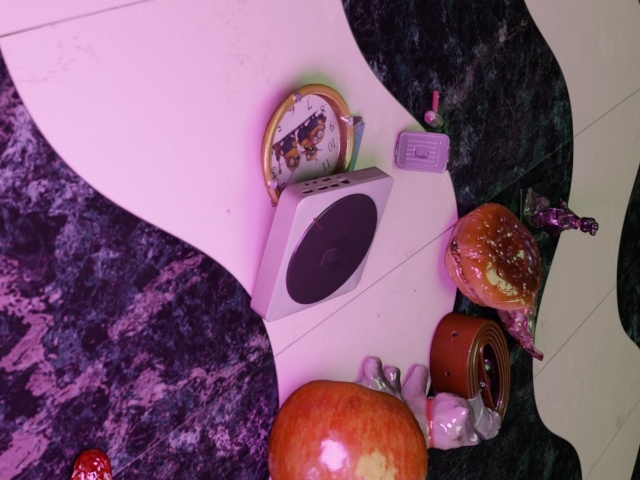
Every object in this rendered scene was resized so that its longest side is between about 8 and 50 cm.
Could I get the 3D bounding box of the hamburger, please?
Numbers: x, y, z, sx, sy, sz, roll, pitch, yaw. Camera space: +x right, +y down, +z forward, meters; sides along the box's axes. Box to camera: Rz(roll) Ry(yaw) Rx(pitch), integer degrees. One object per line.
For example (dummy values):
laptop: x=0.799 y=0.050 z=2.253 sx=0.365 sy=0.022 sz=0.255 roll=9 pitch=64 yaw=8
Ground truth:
hamburger: x=0.419 y=0.053 z=1.854 sx=0.243 sy=0.146 sz=0.286 roll=-15 pitch=87 yaw=-38

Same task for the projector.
projector: x=0.000 y=0.000 z=1.389 sx=0.257 sy=0.079 sz=0.259 roll=-17 pitch=134 yaw=-46

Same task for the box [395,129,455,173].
box: x=0.226 y=-0.187 z=1.630 sx=0.069 sy=0.122 sz=0.084 roll=-8 pitch=107 yaw=-61

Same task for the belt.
belt: x=0.382 y=0.340 z=1.930 sx=0.217 sy=0.122 sz=0.339 roll=-40 pitch=127 yaw=-38

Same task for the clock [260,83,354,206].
clock: x=-0.031 y=-0.163 z=1.372 sx=0.237 sy=0.057 sz=0.237 roll=-22 pitch=119 yaw=-45

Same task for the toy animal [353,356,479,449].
toy animal: x=0.215 y=0.377 z=1.705 sx=0.266 sy=0.188 sz=0.308 roll=-36 pitch=128 yaw=-29

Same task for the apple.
apple: x=0.051 y=0.377 z=1.435 sx=0.309 sy=0.277 sz=0.250 roll=-5 pitch=86 yaw=-64

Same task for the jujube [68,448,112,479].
jujube: x=-0.340 y=0.371 z=1.126 sx=0.077 sy=0.077 sz=0.129 roll=16 pitch=76 yaw=-50

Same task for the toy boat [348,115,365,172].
toy boat: x=0.059 y=-0.175 z=1.506 sx=0.096 sy=0.034 sz=0.122 roll=-37 pitch=133 yaw=-39

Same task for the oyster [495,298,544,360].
oyster: x=0.529 y=0.169 z=2.100 sx=0.396 sy=0.111 sz=0.204 roll=49 pitch=45 yaw=-42

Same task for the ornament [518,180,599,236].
ornament: x=0.667 y=-0.071 z=2.115 sx=0.166 sy=0.196 sz=0.153 roll=-19 pitch=114 yaw=-47

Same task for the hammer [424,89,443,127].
hammer: x=0.253 y=-0.292 z=1.706 sx=0.052 sy=0.031 sz=0.083 roll=20 pitch=72 yaw=-53
